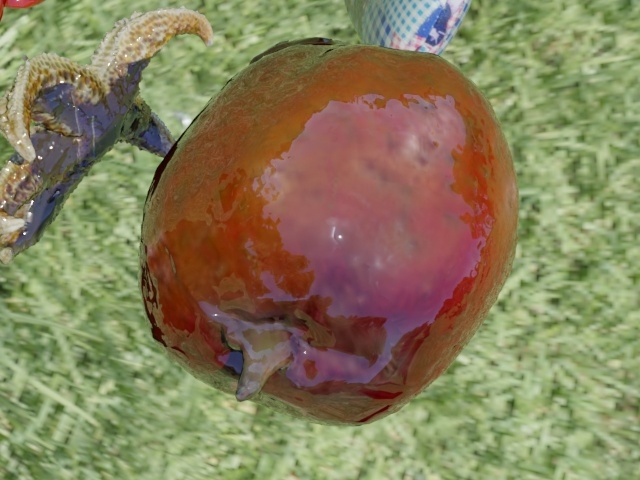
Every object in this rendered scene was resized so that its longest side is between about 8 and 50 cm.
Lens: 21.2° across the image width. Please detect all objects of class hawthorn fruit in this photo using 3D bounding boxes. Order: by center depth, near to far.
[{"bbox_3d":[0.000,0.000,0.940,0.215,0.215,0.250,54,36,-14],"label":"hawthorn fruit"}]

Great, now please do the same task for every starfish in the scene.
[{"bbox_3d":[-0.165,-0.083,1.244,0.071,0.216,0.238,36,79,17],"label":"starfish"}]

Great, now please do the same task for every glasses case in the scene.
[{"bbox_3d":[0.077,-0.238,1.531,0.076,0.327,0.125,24,108,-15],"label":"glasses case"}]

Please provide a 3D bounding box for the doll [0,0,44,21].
[{"bbox_3d":[-0.278,-0.091,0.697,0.336,0.200,0.105,-7,77,-9],"label":"doll"}]
